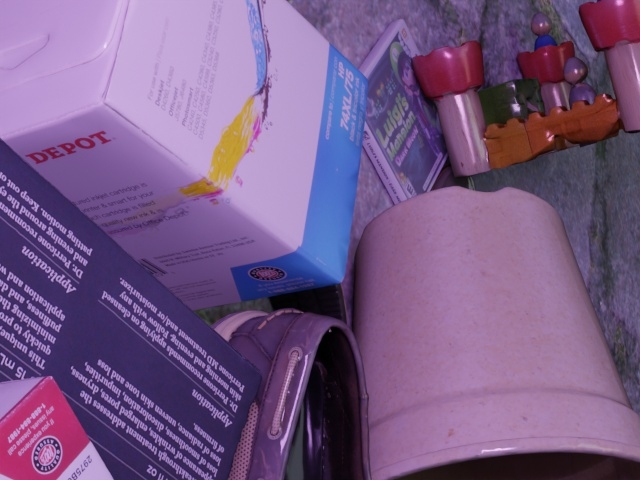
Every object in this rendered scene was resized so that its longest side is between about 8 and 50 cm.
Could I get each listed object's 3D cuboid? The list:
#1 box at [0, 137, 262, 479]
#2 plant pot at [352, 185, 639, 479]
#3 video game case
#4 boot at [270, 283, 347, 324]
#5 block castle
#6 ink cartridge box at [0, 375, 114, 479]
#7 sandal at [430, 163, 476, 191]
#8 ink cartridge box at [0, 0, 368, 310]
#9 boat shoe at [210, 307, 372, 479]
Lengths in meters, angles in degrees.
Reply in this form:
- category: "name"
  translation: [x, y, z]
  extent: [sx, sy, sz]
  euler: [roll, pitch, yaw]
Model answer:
- category: "box"
  translation: [-0.235, 0.131, 0.691]
  extent: [0.343, 0.179, 0.312]
  euler: [47, 44, -36]
- category: "plant pot"
  translation: [0.154, 0.126, 1.176]
  extent: [0.334, 0.334, 0.305]
  euler: [33, 42, -46]
- category: "video game case"
  translation: [0.099, -0.146, 1.408]
  extent: [0.173, 0.022, 0.190]
  euler: [59, 38, -24]
- category: "boot"
  translation: [0.000, 0.000, 1.177]
  extent: [0.137, 0.077, 0.197]
  euler: [-37, 111, -59]
- category: "block castle"
  translation: [0.340, -0.229, 1.513]
  extent: [0.453, 0.303, 0.212]
  euler: [-17, 93, -60]
- category: "ink cartridge box"
  translation: [-0.148, 0.174, 0.580]
  extent: [0.175, 0.072, 0.127]
  euler: [64, 37, -19]
- category: "sandal"
  translation: [0.156, -0.008, 1.411]
  extent: [0.090, 0.060, 0.219]
  euler: [59, 38, -26]
- category: "ink cartridge box"
  translation: [-0.124, -0.093, 0.908]
  extent: [0.270, 0.198, 0.197]
  euler: [38, 51, -44]
- category: "boat shoe"
  translation: [-0.016, 0.219, 0.852]
  extent: [0.132, 0.130, 0.355]
  euler: [2, 76, -45]
